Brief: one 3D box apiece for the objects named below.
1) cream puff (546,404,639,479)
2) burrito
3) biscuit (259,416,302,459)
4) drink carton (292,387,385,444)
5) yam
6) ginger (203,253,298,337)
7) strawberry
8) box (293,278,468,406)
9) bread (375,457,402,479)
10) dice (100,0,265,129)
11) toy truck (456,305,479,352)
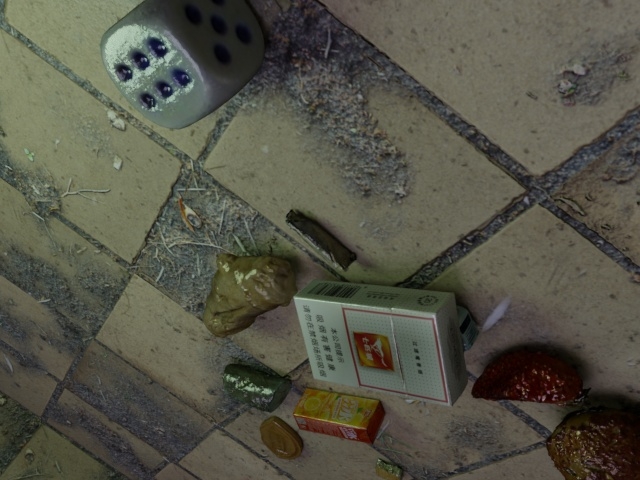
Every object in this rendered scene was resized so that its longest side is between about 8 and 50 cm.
[{"bbox_3d":[0.583,0.439,1.385,0.240,0.164,0.240,20,150,12],"label":"cream puff"},{"bbox_3d":[-0.001,0.001,1.393,0.171,0.051,0.042,42,132,-12],"label":"burrito"},{"bbox_3d":[-0.121,0.614,2.097,0.142,0.029,0.220,18,137,15],"label":"biscuit"},{"bbox_3d":[0.047,0.456,1.783,0.223,0.096,0.071,2,131,30],"label":"drink carton"},{"bbox_3d":[-0.180,0.404,1.873,0.183,0.107,0.107,16,137,21],"label":"yam"},{"bbox_3d":[-0.181,0.126,1.571,0.190,0.126,0.354,32,138,-9],"label":"ginger"},{"bbox_3d":[0.420,0.277,1.379,0.236,0.106,0.175,2,165,22],"label":"strawberry"},{"bbox_3d":[0.120,0.198,1.385,0.330,0.095,0.210,3,116,34],"label":"box"},{"bbox_3d":[0.195,0.661,1.946,0.083,0.035,0.070,15,137,28],"label":"bread"},{"bbox_3d":[-0.219,-0.310,1.108,0.193,0.191,0.194,-14,124,41],"label":"dice"},{"bbox_3d":[0.225,0.173,1.407,0.178,0.080,0.115,-6,117,38],"label":"toy truck"}]
